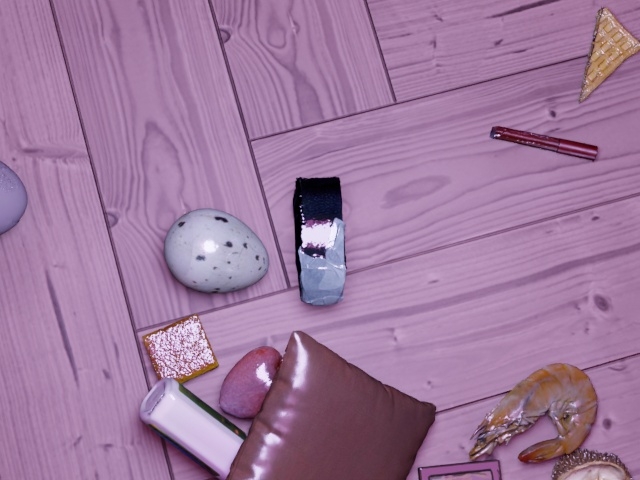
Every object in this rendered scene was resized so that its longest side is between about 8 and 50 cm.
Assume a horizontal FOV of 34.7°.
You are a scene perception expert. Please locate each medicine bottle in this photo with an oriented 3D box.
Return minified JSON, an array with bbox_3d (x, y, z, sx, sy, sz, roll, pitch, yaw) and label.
[{"bbox_3d":[-0.163,0.294,1.512,0.219,0.115,0.078,40,78,-13],"label":"medicine bottle"}]

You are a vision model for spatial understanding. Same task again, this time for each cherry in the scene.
[{"bbox_3d":[-0.090,0.215,1.552,0.126,0.087,0.106,-11,88,12],"label":"cherry"}]

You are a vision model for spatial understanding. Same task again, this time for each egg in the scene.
[{"bbox_3d":[-0.541,-0.068,1.531,0.198,0.146,0.147,13,80,-11],"label":"egg"},{"bbox_3d":[-0.158,0.021,1.564,0.164,0.131,0.131,24,79,-24],"label":"egg"}]

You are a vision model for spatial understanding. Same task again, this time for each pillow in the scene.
[{"bbox_3d":[0.004,0.325,1.490,0.305,0.108,0.308,32,79,-33],"label":"pillow"}]

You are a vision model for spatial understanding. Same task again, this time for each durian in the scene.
[{"bbox_3d":[0.422,0.356,1.585,0.130,0.052,0.066,0,83,-5],"label":"durian"}]

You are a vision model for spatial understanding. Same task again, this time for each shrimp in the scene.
[{"bbox_3d":[0.333,0.285,1.591,0.236,0.053,0.133,-32,93,-16],"label":"shrimp"}]

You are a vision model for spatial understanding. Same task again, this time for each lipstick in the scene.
[{"bbox_3d":[0.365,-0.161,1.678,0.176,0.027,0.027,12,80,-1],"label":"lipstick"}]

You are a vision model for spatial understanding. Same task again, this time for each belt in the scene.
[{"bbox_3d":[0.000,0.000,1.559,0.078,0.151,0.199,-1,83,-5],"label":"belt"}]

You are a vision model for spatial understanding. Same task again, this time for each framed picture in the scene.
[{"bbox_3d":[0.222,0.428,1.572,0.127,0.023,0.169,-5,81,-5],"label":"framed picture"}]

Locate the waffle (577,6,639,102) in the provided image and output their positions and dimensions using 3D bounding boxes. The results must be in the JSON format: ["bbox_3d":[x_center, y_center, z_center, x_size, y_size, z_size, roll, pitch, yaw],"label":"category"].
[{"bbox_3d":[0.453,-0.309,1.709,0.152,0.023,0.097,-43,85,-9],"label":"waffle"}]

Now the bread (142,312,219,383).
[{"bbox_3d":[-0.215,0.172,1.574,0.094,0.035,0.090,-23,84,-8],"label":"bread"}]
